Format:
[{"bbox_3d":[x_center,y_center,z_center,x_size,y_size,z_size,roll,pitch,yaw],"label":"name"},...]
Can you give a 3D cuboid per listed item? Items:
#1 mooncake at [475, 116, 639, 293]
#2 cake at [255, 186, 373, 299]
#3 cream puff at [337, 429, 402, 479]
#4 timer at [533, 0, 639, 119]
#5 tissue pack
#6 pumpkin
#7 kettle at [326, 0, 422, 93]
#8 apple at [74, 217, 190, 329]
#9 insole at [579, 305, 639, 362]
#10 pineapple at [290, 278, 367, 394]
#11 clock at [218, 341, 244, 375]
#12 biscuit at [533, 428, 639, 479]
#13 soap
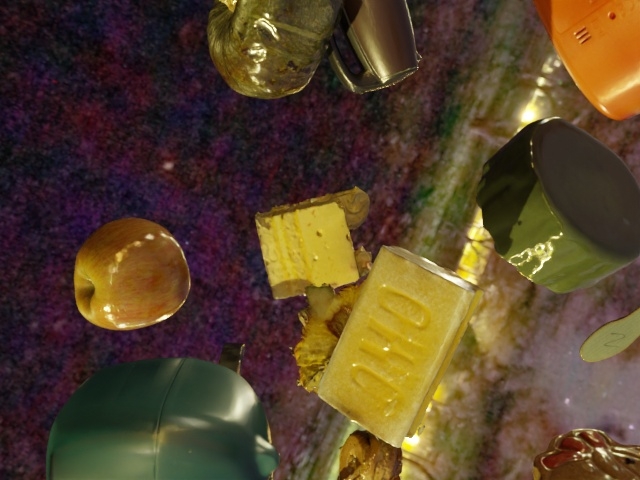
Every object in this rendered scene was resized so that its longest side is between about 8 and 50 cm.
[{"bbox_3d":[0.502,-0.073,1.422,0.194,0.356,0.356,-41,-168,49],"label":"mooncake"},{"bbox_3d":[0.000,0.000,1.714,0.222,0.286,0.227,-91,169,-79],"label":"cake"},{"bbox_3d":[0.080,0.373,1.109,0.133,0.104,0.119,125,-21,-56],"label":"cream puff"},{"bbox_3d":[0.460,-0.323,0.959,0.161,0.250,0.257,-21,176,-29],"label":"timer"},{"bbox_3d":[-0.140,0.269,0.674,0.198,0.206,0.287,-98,-170,-78],"label":"tissue pack"},{"bbox_3d":[-0.110,-0.386,1.243,0.325,0.242,0.232,-22,-127,60],"label":"pumpkin"},{"bbox_3d":[0.097,-0.418,1.348,0.202,0.232,0.144,-25,-172,-29],"label":"kettle"},{"bbox_3d":[-0.442,0.083,1.558,0.264,0.264,0.264,22,90,-77],"label":"apple"},{"bbox_3d":[0.518,0.146,1.140,0.188,0.064,0.004,-37,-162,6],"label":"insole"},{"bbox_3d":[0.030,0.169,1.262,0.250,0.164,0.140,-53,144,-15],"label":"pineapple"},{"bbox_3d":[-0.255,0.408,1.822,0.280,0.055,0.281,-170,-90,-88],"label":"clock"},{"bbox_3d":[0.648,0.532,1.456,0.381,0.359,0.074,-17,121,-30],"label":"biscuit"},{"bbox_3d":[0.123,0.162,1.071,0.089,0.173,0.274,-1,116,-63],"label":"soap"}]
